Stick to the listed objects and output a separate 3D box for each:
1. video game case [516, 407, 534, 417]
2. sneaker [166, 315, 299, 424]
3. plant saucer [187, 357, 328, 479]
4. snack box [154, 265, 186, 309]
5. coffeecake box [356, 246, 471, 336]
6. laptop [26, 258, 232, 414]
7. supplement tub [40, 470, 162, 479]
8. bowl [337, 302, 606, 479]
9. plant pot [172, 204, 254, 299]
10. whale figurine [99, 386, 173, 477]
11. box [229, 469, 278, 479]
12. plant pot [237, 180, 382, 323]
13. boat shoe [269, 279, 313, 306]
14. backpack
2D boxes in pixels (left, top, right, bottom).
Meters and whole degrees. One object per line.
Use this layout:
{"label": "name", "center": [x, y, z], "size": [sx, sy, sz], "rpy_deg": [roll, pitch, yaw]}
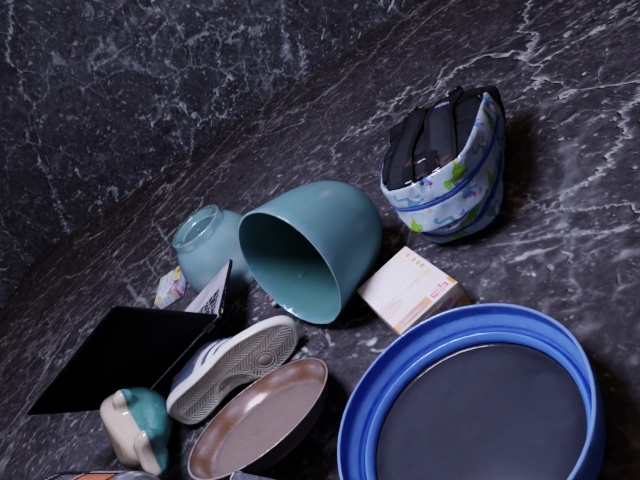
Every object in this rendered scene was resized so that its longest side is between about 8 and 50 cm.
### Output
{"label": "video game case", "center": [0.263, 0.323, 0.699], "size": [0.143, 0.019, 0.157], "rpy_deg": [-35, 30, 8]}
{"label": "sneaker", "center": [-0.208, 0.262, 1.194], "size": [0.350, 0.131, 0.148], "rpy_deg": [-35, 28, 5]}
{"label": "plant saucer", "center": [-0.106, 0.340, 0.978], "size": [0.311, 0.050, 0.310], "rpy_deg": [-31, 11, 7]}
{"label": "snack box", "center": [-0.499, 0.154, 1.746], "size": [0.100, 0.037, 0.141], "rpy_deg": [-33, 31, 14]}
{"label": "coffeecake box", "center": [0.178, 0.110, 1.024], "size": [0.142, 0.068, 0.185], "rpy_deg": [-42, 30, -3]}
{"label": "laptop", "center": [-0.438, 0.218, 1.280], "size": [0.382, 0.236, 0.407], "rpy_deg": [-46, 21, 20]}
{"label": "supplement tub", "center": [-0.412, 0.541, 0.972], "size": [0.338, 0.207, 0.207], "rpy_deg": [-17, 37, 34]}
{"label": "bowl", "center": [0.205, 0.261, 0.756], "size": [0.391, 0.077, 0.391], "rpy_deg": [-31, 26, 17]}
{"label": "plant pot", "center": [-0.317, 0.018, 1.569], "size": [0.293, 0.196, 0.293], "rpy_deg": [-28, 32, 20]}
{"label": "whale figurine", "center": [-0.377, 0.412, 1.135], "size": [0.141, 0.216, 0.272], "rpy_deg": [-23, 10, -33]}
{"label": "box", "center": [-0.076, 0.449, 0.774], "size": [0.156, 0.093, 0.158], "rpy_deg": [7, 47, 12]}
{"label": "plant pot", "center": [0.000, 0.000, 1.170], "size": [0.293, 0.292, 0.235], "rpy_deg": [0, 33, 48]}
{"label": "boat shoe", "center": [-0.072, 0.129, 1.304], "size": [0.137, 0.049, 0.043], "rpy_deg": [-20, 78, 26]}
{"label": "backpack", "center": [0.270, -0.164, 1.140], "size": [0.290, 0.273, 0.355], "rpy_deg": [-19, 14, 27]}
